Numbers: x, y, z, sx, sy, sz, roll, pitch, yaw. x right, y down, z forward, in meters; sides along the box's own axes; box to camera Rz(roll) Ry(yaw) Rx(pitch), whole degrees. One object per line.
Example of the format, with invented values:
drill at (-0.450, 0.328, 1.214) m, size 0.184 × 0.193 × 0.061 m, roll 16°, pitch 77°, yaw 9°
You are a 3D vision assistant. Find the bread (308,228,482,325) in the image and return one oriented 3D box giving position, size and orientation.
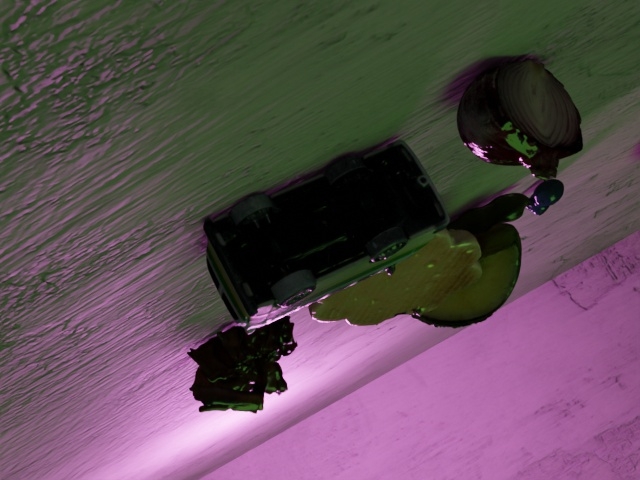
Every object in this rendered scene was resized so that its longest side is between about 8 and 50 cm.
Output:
bread at (0.117, 0.056, 1.919) m, size 0.316 × 0.054 × 0.316 m, roll -12°, pitch 152°, yaw -6°

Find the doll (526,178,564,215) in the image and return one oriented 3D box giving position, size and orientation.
doll at (0.417, -0.085, 2.188) m, size 0.076 × 0.050 × 0.083 m, roll -25°, pitch 165°, yaw -37°

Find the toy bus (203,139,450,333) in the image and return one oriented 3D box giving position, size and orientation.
toy bus at (0.000, 0.000, 1.432) m, size 0.276 × 0.133 × 0.164 m, roll -23°, pitch 165°, yaw -20°

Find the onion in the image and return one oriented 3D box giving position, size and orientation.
onion at (0.230, -0.133, 1.413) m, size 0.098 × 0.151 × 0.206 m, roll -21°, pitch 158°, yaw 37°

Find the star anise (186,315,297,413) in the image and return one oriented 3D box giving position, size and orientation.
star anise at (-0.137, 0.216, 1.941) m, size 0.237 × 0.148 × 0.346 m, roll -34°, pitch 176°, yaw 12°

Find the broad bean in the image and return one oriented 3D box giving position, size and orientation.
broad bean at (0.255, -0.022, 2.068) m, size 0.256 × 0.052 × 0.053 m, roll -26°, pitch 173°, yaw -5°

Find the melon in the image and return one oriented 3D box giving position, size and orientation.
melon at (0.261, 0.062, 2.104) m, size 0.265 × 0.129 × 0.169 m, roll -18°, pitch -165°, yaw 27°
